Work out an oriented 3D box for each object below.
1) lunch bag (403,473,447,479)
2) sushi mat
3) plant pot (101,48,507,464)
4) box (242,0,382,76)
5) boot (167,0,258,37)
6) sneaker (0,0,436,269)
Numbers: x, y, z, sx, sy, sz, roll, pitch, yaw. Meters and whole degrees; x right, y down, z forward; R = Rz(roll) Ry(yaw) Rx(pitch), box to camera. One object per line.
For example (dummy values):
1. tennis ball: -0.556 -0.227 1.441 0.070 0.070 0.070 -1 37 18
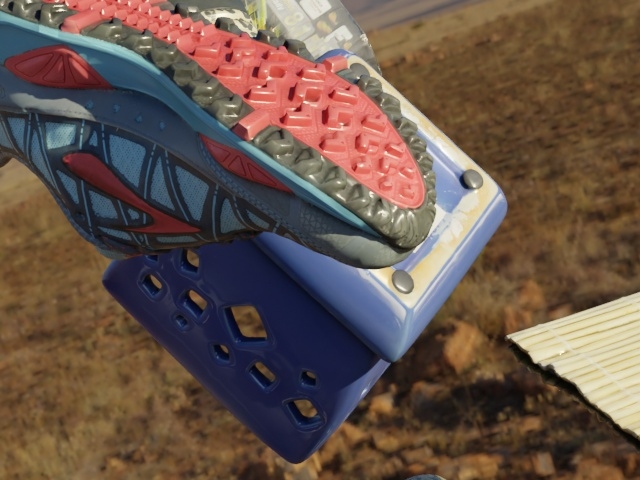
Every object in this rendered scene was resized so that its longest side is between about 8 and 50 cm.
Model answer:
1. lunch bag: 0.104 0.384 0.855 0.212 0.305 0.256 -21 34 -31
2. sushi mat: 0.271 0.052 0.591 0.316 0.019 0.151 -14 31 -27
3. plant pot: 0.000 0.000 0.856 0.236 0.236 0.212 -47 0 -41
4. box: -0.161 -0.256 1.234 0.318 0.395 0.097 -33 -26 1
5. boot: -0.173 -0.191 0.851 0.236 0.179 0.085 -19 -21 -8
6. sneaker: -0.064 -0.041 0.500 0.262 0.125 0.104 28 35 23
